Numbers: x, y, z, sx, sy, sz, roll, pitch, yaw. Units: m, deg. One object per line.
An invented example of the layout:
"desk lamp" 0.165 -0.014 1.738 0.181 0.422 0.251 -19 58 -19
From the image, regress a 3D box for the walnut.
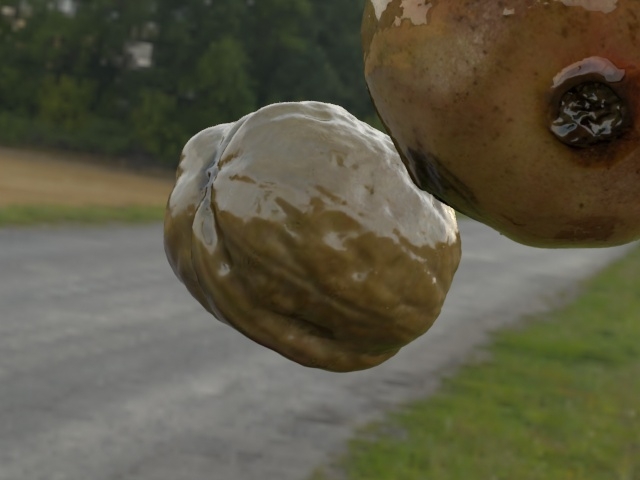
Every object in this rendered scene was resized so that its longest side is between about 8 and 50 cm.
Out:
"walnut" 0.001 -0.003 1.940 0.344 0.306 0.306 37 -13 -29

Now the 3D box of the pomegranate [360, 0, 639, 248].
"pomegranate" 0.188 -0.144 1.310 0.322 0.322 0.322 8 3 0
